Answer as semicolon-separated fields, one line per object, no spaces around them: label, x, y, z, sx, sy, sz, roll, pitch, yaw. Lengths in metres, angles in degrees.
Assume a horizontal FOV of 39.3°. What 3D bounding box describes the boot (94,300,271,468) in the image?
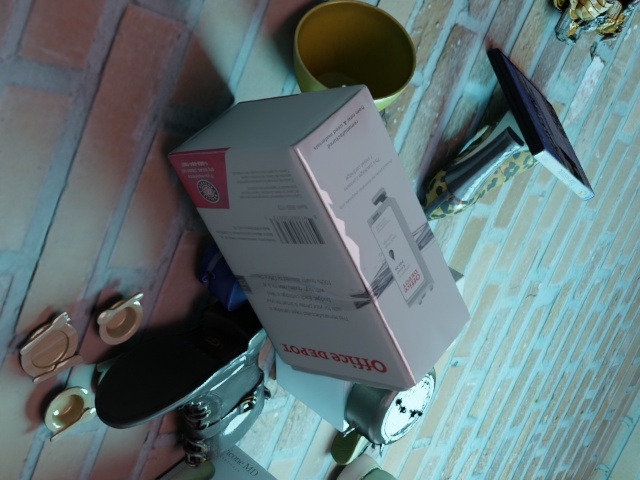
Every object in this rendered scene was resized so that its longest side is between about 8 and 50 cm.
boot;-0.144;0.197;1.062;0.263;0.091;0.229;-31;145;-36

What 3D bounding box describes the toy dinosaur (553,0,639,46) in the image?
toy dinosaur;0.411;-0.385;1.300;0.218;0.164;0.322;-53;170;19

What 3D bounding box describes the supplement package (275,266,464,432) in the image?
supplement package;0.068;0.123;1.241;0.244;0.134;0.139;-31;137;-35

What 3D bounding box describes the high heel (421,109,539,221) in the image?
high heel;0.249;-0.109;1.383;0.186;0.093;0.261;-42;171;24

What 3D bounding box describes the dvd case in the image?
dvd case;0.335;-0.169;1.348;0.022;0.180;0.253;-29;154;24

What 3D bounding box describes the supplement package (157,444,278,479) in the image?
supplement package;-0.152;0.429;1.132;0.263;0.199;0.198;-33;137;-33

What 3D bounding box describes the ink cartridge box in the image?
ink cartridge box;0.000;0.000;0.915;0.117;0.207;0.283;-43;119;-32

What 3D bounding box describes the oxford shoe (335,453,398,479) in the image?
oxford shoe;0.111;0.543;1.594;0.140;0.146;0.397;-44;144;-26

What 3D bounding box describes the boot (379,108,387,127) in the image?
boot;0.049;-0.160;1.094;0.106;0.037;0.114;-48;149;-40

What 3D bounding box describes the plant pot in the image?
plant pot;0.027;-0.183;0.990;0.134;0.134;0.095;-39;168;-28

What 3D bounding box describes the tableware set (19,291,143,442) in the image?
tableware set;-0.245;0.133;0.956;0.141;0.020;0.168;-31;136;-36

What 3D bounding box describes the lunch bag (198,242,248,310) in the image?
lunch bag;-0.095;0.030;1.031;0.098;0.065;0.067;-24;148;-42

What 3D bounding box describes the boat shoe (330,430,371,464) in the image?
boat shoe;0.071;0.294;1.449;0.152;0.056;0.049;-56;152;12

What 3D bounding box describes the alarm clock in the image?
alarm clock;0.106;0.187;1.166;0.192;0.064;0.129;-60;147;-4
